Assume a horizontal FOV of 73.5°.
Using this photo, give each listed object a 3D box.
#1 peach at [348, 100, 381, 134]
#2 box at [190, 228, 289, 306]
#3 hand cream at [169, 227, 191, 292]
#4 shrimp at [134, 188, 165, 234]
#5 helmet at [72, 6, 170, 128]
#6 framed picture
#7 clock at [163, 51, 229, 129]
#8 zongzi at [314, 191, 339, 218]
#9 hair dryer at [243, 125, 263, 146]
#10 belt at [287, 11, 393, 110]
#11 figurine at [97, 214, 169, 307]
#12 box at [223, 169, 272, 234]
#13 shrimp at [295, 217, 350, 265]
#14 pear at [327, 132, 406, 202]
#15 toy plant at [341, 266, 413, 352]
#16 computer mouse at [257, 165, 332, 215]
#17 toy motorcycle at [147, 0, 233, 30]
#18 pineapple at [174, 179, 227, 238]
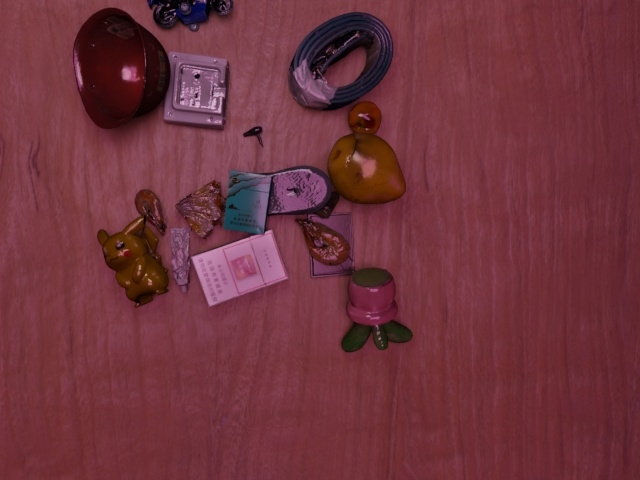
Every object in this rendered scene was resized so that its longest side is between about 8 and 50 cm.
[{"bbox_3d":[0.184,-0.496,1.736,0.138,0.138,0.138,-1,93,-10],"label":"peach"},{"bbox_3d":[-0.314,0.103,1.695,0.330,0.095,0.210,-19,97,-10],"label":"box"},{"bbox_3d":[-0.544,0.076,1.676,0.084,0.050,0.257,-2,90,-7],"label":"hand cream"},{"bbox_3d":[-0.648,-0.107,1.652,0.101,0.042,0.190,-24,98,13],"label":"shrimp"},{"bbox_3d":[-0.665,-0.587,1.520,0.337,0.230,0.385,9,103,22],"label":"helmet"},{"bbox_3d":[0.046,0.018,1.792,0.192,0.018,0.266,-3,93,-10],"label":"framed picture"},{"bbox_3d":[-0.469,-0.570,1.620,0.231,0.116,0.263,5,91,-10],"label":"clock"},{"bbox_3d":[0.009,-0.176,1.767,0.130,0.062,0.154,23,72,20],"label":"zongzi"},{"bbox_3d":[-0.260,-0.408,1.713,0.079,0.031,0.083,-23,105,2],"label":"hair dryer"},{"bbox_3d":[0.079,-0.692,1.682,0.436,0.173,0.300,-35,101,-6],"label":"belt"},{"bbox_3d":[-0.682,0.074,1.587,0.218,0.169,0.327,-27,104,16],"label":"figurine"},{"bbox_3d":[-0.277,-0.145,1.629,0.160,0.042,0.227,9,97,0],"label":"box"},{"bbox_3d":[0.000,0.000,1.746,0.267,0.061,0.145,39,94,-12],"label":"shrimp"},{"bbox_3d":[0.188,-0.275,1.678,0.336,0.284,0.285,4,93,-45],"label":"pear"},{"bbox_3d":[0.235,0.294,1.750,0.316,0.210,0.356,-10,107,-11],"label":"toy plant"},{"bbox_3d":[-0.141,-0.190,1.696,0.370,0.122,0.189,-7,95,-1],"label":"computer mouse"},{"bbox_3d":[-0.488,-0.898,1.605,0.315,0.113,0.169,-12,84,-1],"label":"toy motorcycle"},{"bbox_3d":[-0.458,-0.125,1.648,0.186,0.114,0.237,16,93,-11],"label":"pineapple"}]
